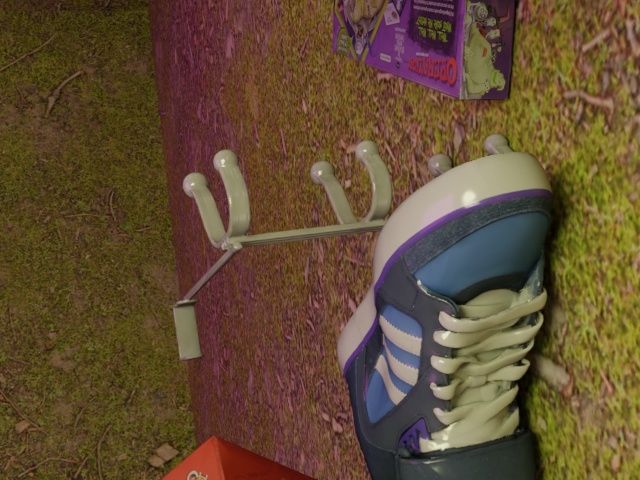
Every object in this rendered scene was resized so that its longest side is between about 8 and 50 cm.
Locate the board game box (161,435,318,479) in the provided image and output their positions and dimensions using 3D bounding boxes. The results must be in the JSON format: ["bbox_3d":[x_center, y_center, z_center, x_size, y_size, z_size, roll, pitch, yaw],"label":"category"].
[{"bbox_3d":[0.038,0.298,0.697,0.064,0.316,0.242,-43,39,18],"label":"board game box"}]

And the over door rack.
[{"bbox_3d":[0.000,0.000,0.847,0.324,0.239,0.108,120,141,-62],"label":"over door rack"}]

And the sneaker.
[{"bbox_3d":[0.117,0.115,0.702,0.323,0.130,0.236,115,139,-54],"label":"sneaker"}]

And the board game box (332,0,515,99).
[{"bbox_3d":[0.080,-0.252,0.867,0.347,0.056,0.208,-133,46,-66],"label":"board game box"}]
